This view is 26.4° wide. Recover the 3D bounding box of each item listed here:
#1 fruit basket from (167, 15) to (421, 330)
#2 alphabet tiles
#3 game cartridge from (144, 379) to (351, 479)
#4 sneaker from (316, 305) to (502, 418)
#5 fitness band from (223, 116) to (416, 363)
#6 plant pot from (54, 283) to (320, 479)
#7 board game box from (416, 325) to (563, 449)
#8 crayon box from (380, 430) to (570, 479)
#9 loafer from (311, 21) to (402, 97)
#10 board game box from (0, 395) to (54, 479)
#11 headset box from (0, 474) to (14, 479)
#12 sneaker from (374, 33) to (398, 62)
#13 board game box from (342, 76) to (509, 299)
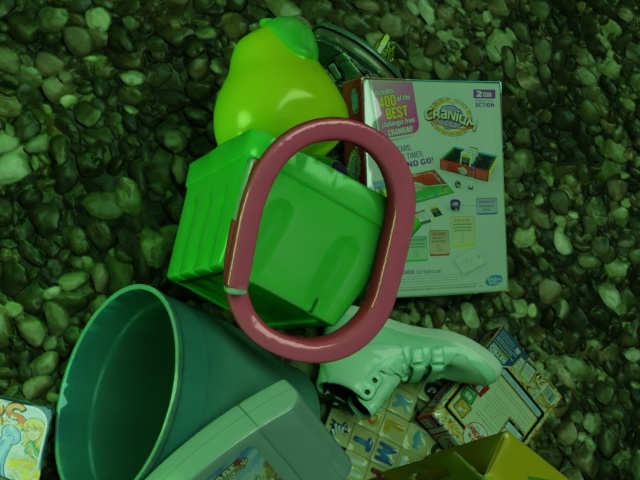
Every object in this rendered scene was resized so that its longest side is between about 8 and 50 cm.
[{"bbox_3d":[-0.037,-0.088,1.778,0.283,0.392,0.392,29,62,-14],"label":"fruit basket"},{"bbox_3d":[0.097,0.283,1.922,0.198,0.009,0.237,29,62,-15],"label":"alphabet tiles"},{"bbox_3d":[-0.113,0.303,1.569,0.297,0.198,0.062,-41,50,-7],"label":"game cartridge"},{"bbox_3d":[0.117,0.195,1.886,0.256,0.094,0.151,15,58,2],"label":"sneaker"},{"bbox_3d":[0.000,0.000,1.581,0.209,0.054,0.290,11,97,-14],"label":"fitness band"},{"bbox_3d":[-0.151,0.216,1.693,0.255,0.272,0.271,19,64,-36],"label":"plant pot"},{"bbox_3d":[0.249,0.242,1.981,0.147,0.045,0.193,50,57,-8],"label":"board game box"},{"bbox_3d":[0.262,0.367,1.854,0.318,0.202,0.081,39,59,-13],"label":"crayon box"},{"bbox_3d":[0.080,-0.216,2.041,0.267,0.096,0.084,39,66,-12],"label":"loafer"},{"bbox_3d":[-0.437,0.249,1.656,0.201,0.035,0.136,16,66,-20],"label":"board game box"},{"bbox_3d":[-0.432,0.370,1.537,0.283,0.131,0.246,26,73,-17],"label":"headset box"},{"bbox_3d":[0.097,-0.283,2.105,0.035,0.031,0.083,34,61,-13],"label":"sneaker"},{"bbox_3d":[0.155,-0.076,1.994,0.242,0.064,0.316,-1,89,-27],"label":"board game box"}]
